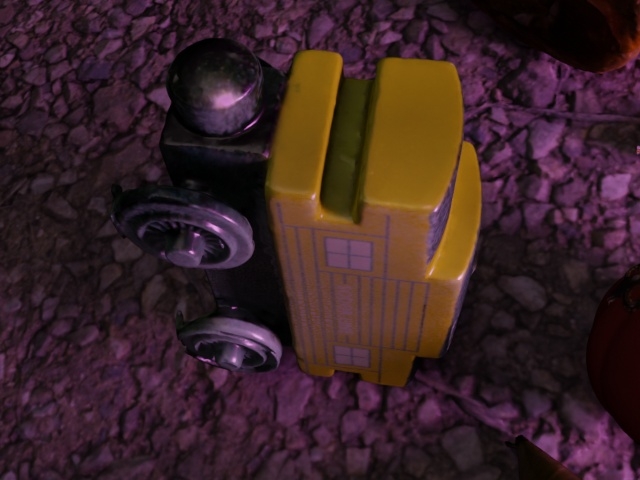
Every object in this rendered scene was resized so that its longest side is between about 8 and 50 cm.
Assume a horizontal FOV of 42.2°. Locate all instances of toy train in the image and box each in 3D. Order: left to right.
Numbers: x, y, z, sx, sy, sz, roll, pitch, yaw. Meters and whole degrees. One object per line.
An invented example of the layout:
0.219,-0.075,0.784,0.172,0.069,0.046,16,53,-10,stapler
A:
0.000,0.000,0.727,0.272,0.442,0.179,7,63,6,toy train

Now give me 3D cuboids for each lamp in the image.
0.335,0.084,0.683,0.227,0.227,0.227,-8,59,14,lamp

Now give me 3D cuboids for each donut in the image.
0.261,-0.347,0.915,0.160,0.330,0.330,-39,56,-19,donut

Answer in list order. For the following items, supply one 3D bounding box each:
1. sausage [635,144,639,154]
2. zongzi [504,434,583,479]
0.467,-0.126,0.868,0.269,0.033,0.032,-14,58,10,sausage
0.178,0.259,0.648,0.256,0.228,0.115,51,127,36,zongzi
